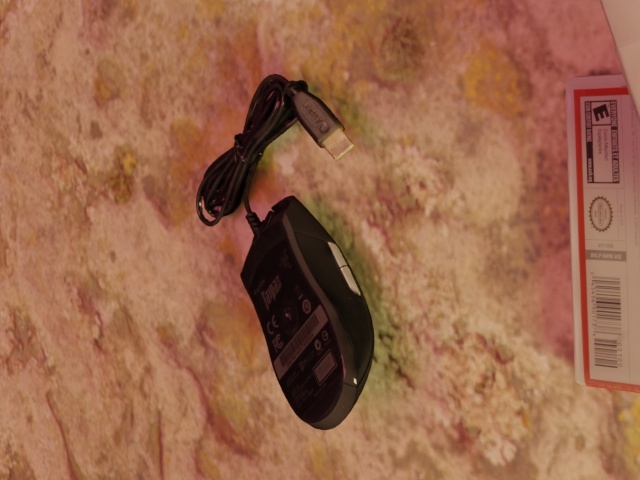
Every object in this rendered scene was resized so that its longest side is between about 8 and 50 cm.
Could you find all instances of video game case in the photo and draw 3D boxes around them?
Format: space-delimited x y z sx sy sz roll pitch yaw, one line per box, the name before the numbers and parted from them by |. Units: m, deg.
video game case | 0.272 0.000 0.766 0.285 0.025 0.204 4 99 43

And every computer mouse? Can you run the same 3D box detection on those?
computer mouse | 0.000 0.000 1.004 0.184 0.060 0.262 -58 48 38

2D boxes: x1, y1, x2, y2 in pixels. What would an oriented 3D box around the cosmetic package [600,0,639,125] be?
cosmetic package | 0.314 -0.125 0.566 0.377 0.097 0.284 -23 82 40
